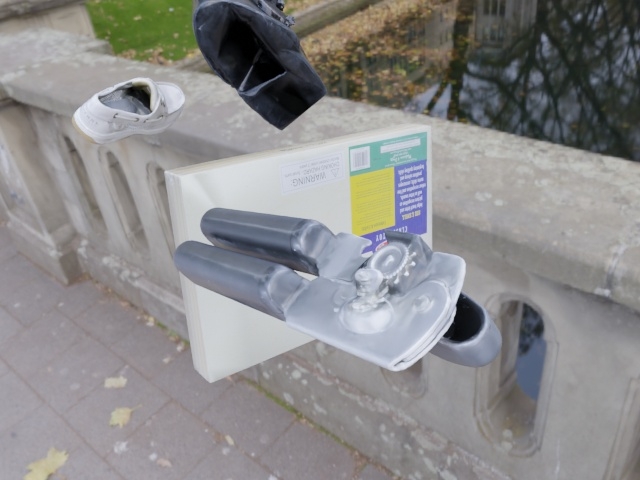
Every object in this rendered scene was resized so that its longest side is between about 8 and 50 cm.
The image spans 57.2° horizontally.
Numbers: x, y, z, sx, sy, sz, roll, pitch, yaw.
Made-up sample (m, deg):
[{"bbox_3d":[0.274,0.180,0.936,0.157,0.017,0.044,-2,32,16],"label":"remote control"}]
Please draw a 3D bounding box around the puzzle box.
[{"bbox_3d":[0.000,0.000,0.819,0.408,0.272,0.052,-17,23,-34],"label":"puzzle box"}]

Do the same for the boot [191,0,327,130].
[{"bbox_3d":[-0.181,-0.394,0.894,0.367,0.146,0.445,27,32,-31],"label":"boot"}]

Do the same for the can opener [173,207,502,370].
[{"bbox_3d":[-0.006,0.035,0.420,0.283,0.095,0.076,11,60,53],"label":"can opener"}]

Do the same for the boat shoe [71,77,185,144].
[{"bbox_3d":[-0.335,-0.259,1.106,0.096,0.098,0.277,-39,5,34],"label":"boat shoe"}]
